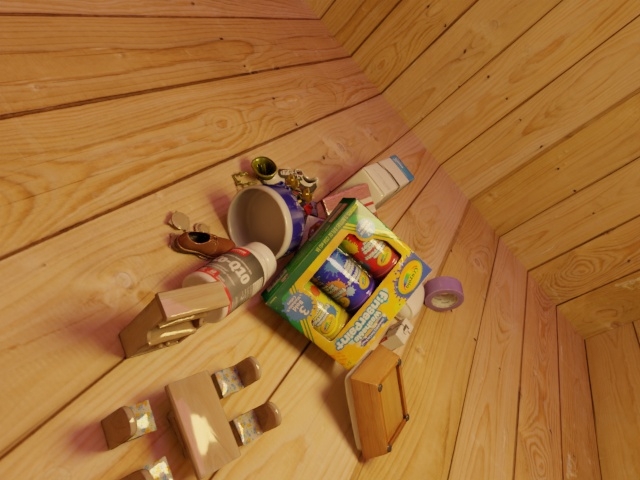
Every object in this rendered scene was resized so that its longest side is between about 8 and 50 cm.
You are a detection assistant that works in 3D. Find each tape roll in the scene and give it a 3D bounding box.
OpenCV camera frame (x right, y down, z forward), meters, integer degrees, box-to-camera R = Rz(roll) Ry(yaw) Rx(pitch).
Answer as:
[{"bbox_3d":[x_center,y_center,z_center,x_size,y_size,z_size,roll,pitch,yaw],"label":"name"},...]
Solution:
[{"bbox_3d":[0.601,0.262,2.112,0.189,0.189,0.080,30,42,-28],"label":"tape roll"}]

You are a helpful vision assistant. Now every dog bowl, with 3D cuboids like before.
[{"bbox_3d":[-0.187,-0.059,1.468,0.104,0.265,0.264,-18,73,-54],"label":"dog bowl"}]

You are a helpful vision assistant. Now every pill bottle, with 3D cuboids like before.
[{"bbox_3d":[-0.267,0.115,1.319,0.161,0.161,0.283,52,36,0],"label":"pill bottle"}]

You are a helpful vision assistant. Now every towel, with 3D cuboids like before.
[{"bbox_3d":[0.147,-0.054,1.816,0.237,0.037,0.328,-21,98,-25],"label":"towel"}]

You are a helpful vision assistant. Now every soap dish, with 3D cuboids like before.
[{"bbox_3d":[0.192,0.523,1.410,0.229,0.118,0.290,-26,110,-54],"label":"soap dish"}]

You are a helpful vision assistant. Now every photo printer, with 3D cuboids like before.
[{"bbox_3d":[0.350,0.198,1.952,0.307,0.107,0.256,53,33,-4],"label":"photo printer"}]

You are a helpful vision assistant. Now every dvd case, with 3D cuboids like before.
[{"bbox_3d":[-0.063,-0.155,1.901,0.119,0.013,0.087,23,44,-34],"label":"dvd case"}]

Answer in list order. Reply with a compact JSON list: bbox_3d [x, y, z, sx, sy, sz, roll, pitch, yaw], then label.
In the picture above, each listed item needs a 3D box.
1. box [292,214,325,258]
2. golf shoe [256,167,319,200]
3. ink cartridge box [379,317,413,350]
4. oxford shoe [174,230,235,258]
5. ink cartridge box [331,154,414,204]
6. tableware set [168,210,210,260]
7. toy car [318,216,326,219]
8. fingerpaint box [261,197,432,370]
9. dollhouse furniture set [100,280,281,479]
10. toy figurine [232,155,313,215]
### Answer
[{"bbox_3d":[0.004,0.073,1.541,0.201,0.293,0.057,15,3,-16],"label":"box"},{"bbox_3d":[-0.138,-0.269,1.821,0.273,0.120,0.105,18,48,-28],"label":"golf shoe"},{"bbox_3d":[0.311,0.387,1.766,0.056,0.099,0.135,51,35,1],"label":"ink cartridge box"},{"bbox_3d":[-0.348,0.010,1.371,0.212,0.076,0.076,7,59,-49],"label":"oxford shoe"},{"bbox_3d":[0.238,-0.237,2.065,0.166,0.285,0.395,53,35,4],"label":"ink cartridge box"},{"bbox_3d":[-0.415,-0.014,1.389,0.169,0.020,0.141,25,49,-37],"label":"tableware set"},{"bbox_3d":[0.000,0.000,1.704,0.238,0.219,0.210,-110,-173,-77],"label":"toy car"},{"bbox_3d":[0.088,0.141,1.452,0.371,0.444,0.163,42,-5,-14],"label":"fingerpaint box"},{"bbox_3d":[-0.293,0.335,1.021,0.362,0.256,0.394,-8,66,-50],"label":"dollhouse furniture set"},{"bbox_3d":[-0.165,-0.144,1.703,0.362,0.191,0.217,44,-14,31],"label":"toy figurine"}]
